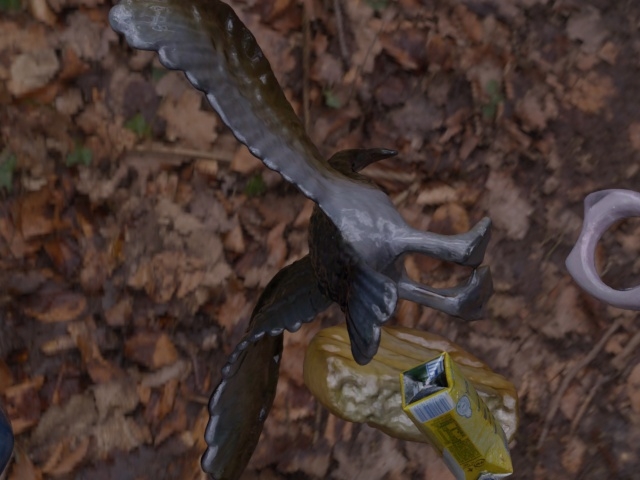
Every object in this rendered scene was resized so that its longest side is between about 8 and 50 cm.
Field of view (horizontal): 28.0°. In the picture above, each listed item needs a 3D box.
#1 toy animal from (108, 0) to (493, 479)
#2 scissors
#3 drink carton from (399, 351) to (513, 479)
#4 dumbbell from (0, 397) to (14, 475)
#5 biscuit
[{"bbox_3d":[0.015,0.003,0.675,0.160,0.272,0.197,22,31,34],"label":"toy animal"},{"bbox_3d":[0.169,0.035,0.514,0.100,0.015,0.189,-39,52,20],"label":"scissors"},{"bbox_3d":[0.162,0.219,1.411,0.074,0.200,0.084,-29,29,15],"label":"drink carton"},{"bbox_3d":[-0.259,0.174,0.521,0.156,0.143,0.316,27,84,15],"label":"dumbbell"},{"bbox_3d":[0.107,0.179,1.602,0.274,0.213,0.091,12,106,-9],"label":"biscuit"}]
